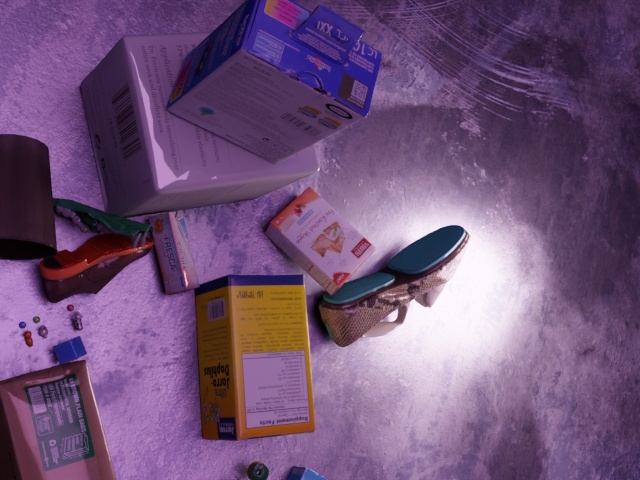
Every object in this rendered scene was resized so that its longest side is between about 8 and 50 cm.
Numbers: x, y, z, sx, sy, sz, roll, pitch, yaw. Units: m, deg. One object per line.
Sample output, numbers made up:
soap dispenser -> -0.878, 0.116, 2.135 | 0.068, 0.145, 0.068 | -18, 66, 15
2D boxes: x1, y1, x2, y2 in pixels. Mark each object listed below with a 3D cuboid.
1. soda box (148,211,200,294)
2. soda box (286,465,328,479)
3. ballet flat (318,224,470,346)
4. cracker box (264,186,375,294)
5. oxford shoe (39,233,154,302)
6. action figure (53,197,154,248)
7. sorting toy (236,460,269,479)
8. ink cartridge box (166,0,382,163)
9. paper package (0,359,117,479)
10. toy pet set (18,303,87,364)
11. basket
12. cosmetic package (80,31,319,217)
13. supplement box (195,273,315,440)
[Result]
soda box -> -0.332, 0.029, 1.967 | 0.063, 0.058, 0.183 | -8, 84, -67
soda box -> -0.064, 0.639, 2.017 | 0.071, 0.067, 0.210 | 35, 65, -21
ballet flat -> 0.205, 0.131, 2.254 | 0.482, 0.164, 0.182 | -28, 117, -27
cracker box -> 0.000, 0.000, 2.144 | 0.232, 0.067, 0.156 | 43, 59, 4
oxford shoe -> -0.483, 0.055, 1.881 | 0.271, 0.096, 0.099 | -21, 125, -40
action figure -> -0.488, -0.044, 1.853 | 0.232, 0.137, 0.064 | 21, 92, 7
sorting toy -> -0.204, 0.629, 1.936 | 0.274, 0.046, 0.132 | -40, 102, -20
ink cartridge box -> -0.075, -0.305, 1.617 | 0.269, 0.395, 0.151 | 24, 69, -26
paper package -> -0.518, 0.409, 1.639 | 0.168, 0.309, 0.325 | -13, 86, -33
toy pet set -> -0.546, 0.200, 1.808 | 0.122, 0.065, 0.114 | -22, 92, -32
basket -> -0.629, -0.089, 1.766 | 0.204, 0.154, 0.227 | 1, 73, -2
cosmetic package -> -0.271, -0.252, 1.915 | 0.393, 0.327, 0.330 | -10, 86, -32
supplement box -> -0.152, 0.264, 1.962 | 0.194, 0.195, 0.357 | 2, 79, -31
